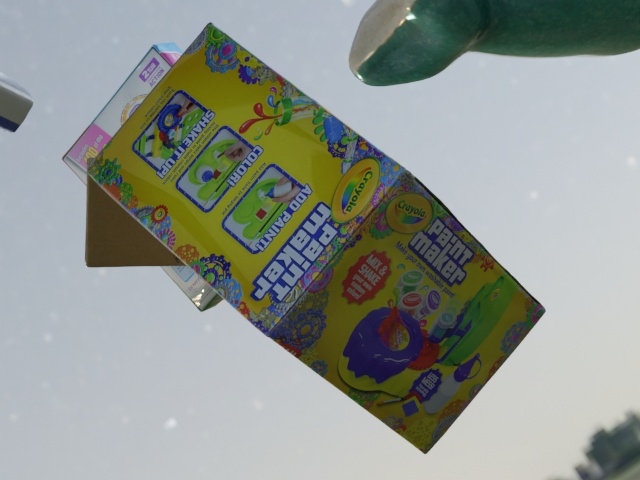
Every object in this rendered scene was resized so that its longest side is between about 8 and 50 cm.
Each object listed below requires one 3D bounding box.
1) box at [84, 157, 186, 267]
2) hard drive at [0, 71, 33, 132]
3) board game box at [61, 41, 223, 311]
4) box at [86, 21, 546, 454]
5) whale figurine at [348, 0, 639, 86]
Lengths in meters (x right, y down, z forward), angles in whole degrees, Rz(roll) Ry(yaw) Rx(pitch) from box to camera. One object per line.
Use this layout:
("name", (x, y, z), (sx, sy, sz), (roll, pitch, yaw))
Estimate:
("box", (-0.224, -0.039, 2.461), (0.201, 0.021, 0.164), (-1, -62, -11))
("hard drive", (-0.393, -0.189, 1.388), (0.040, 0.210, 0.318), (-58, -33, 3))
("board game box", (-0.193, -0.093, 2.579), (0.242, 0.316, 0.064), (-47, -10, 24))
("box", (0.000, 0.000, 1.561), (0.177, 0.279, 0.290), (-50, -40, -1))
("whale figurine", (0.140, -0.159, 1.063), (0.272, 0.141, 0.216), (-38, -4, -37))
